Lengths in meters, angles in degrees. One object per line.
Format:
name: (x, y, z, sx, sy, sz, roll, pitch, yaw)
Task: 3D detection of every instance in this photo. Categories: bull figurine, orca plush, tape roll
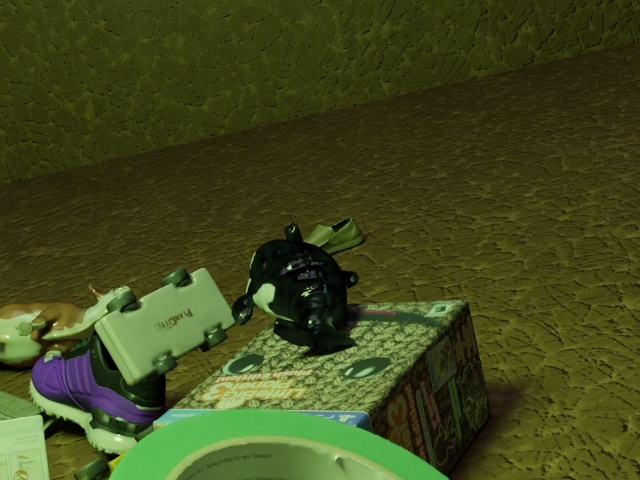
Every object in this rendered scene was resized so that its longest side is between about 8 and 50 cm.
bull figurine: (-0.428, 0.138, 1.845, 0.310, 0.101, 0.188, -12, 5, 14)
orca plush: (-0.039, 0.036, 1.385, 0.151, 0.102, 0.287, -12, 16, 6)
tape roll: (-0.016, 0.254, 0.962, 0.321, 0.077, 0.321, 12, 24, -6)

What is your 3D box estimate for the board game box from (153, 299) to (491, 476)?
board game box: (0.012, 0.185, 1.288, 0.232, 0.141, 0.291, -4, 19, 29)

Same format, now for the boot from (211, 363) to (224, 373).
boot: (-0.079, 0.172, 1.597, 0.114, 0.037, 0.106, -12, 18, -9)

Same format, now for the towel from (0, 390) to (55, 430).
towel: (-0.549, 0.277, 1.624, 0.312, 0.056, 0.324, -22, 16, -36)

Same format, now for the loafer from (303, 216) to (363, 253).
loafer: (0.000, 0.000, 2.061, 0.148, 0.050, 0.056, -21, 18, -24)

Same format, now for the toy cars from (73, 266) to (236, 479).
toy cars: (-0.194, 0.184, 1.348, 0.087, 0.176, 0.393, -33, 37, 36)

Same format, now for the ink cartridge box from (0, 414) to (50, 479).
ink cartridge box: (-0.328, 0.268, 1.195, 0.145, 0.179, 0.045, -8, -6, -10)

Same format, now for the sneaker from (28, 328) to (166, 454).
sneaker: (-0.268, 0.161, 1.541, 0.102, 0.146, 0.293, 7, 6, -37)
